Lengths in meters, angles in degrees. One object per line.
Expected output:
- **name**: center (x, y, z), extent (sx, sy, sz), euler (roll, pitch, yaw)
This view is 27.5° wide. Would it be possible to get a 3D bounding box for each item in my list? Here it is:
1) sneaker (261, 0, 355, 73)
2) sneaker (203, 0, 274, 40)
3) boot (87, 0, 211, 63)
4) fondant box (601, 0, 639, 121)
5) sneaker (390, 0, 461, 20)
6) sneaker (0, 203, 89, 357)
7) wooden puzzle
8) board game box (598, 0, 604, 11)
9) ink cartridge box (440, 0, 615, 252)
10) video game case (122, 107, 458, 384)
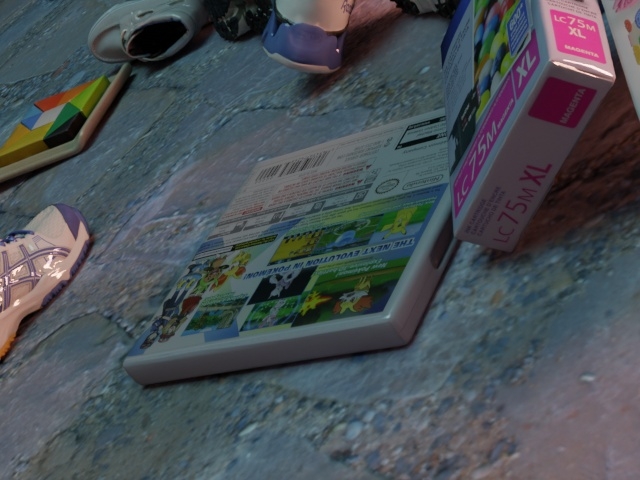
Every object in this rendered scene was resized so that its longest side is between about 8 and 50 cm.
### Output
- **sneaker**: center (0.007, -0.354, 1.602), extent (0.316, 0.127, 0.182), euler (-93, 21, -54)
- **sneaker**: center (-0.082, -0.353, 1.864), extent (0.122, 0.110, 0.283), euler (-27, 24, -20)
- **boot**: center (-0.285, -0.324, 2.046), extent (0.258, 0.095, 0.123), euler (-19, 24, 32)
- **fondant box**: center (0.329, -0.234, 0.981), extent (0.238, 0.096, 0.330), euler (-25, 48, 24)
- **sneaker**: center (0.141, -0.314, 1.513), extent (0.106, 0.078, 0.234), euler (-35, 26, -9)
- **sneaker**: center (-0.385, 0.038, 1.532), extent (0.111, 0.131, 0.296), euler (-16, 31, 41)
- **wooden puzzle**: center (-0.418, -0.180, 2.040), extent (0.238, 0.044, 0.221), euler (-22, 30, 31)
- **board game box**: center (0.284, -0.298, 1.331), extent (0.243, 0.042, 0.165), euler (-38, 25, -2)
- **ink cartridge box**: center (0.159, -0.163, 1.078), extent (0.311, 0.065, 0.186), euler (-85, 14, -47)
- **video game case**: center (0.000, 0.000, 1.208), extent (0.329, 0.036, 0.300), euler (-13, 35, 41)
